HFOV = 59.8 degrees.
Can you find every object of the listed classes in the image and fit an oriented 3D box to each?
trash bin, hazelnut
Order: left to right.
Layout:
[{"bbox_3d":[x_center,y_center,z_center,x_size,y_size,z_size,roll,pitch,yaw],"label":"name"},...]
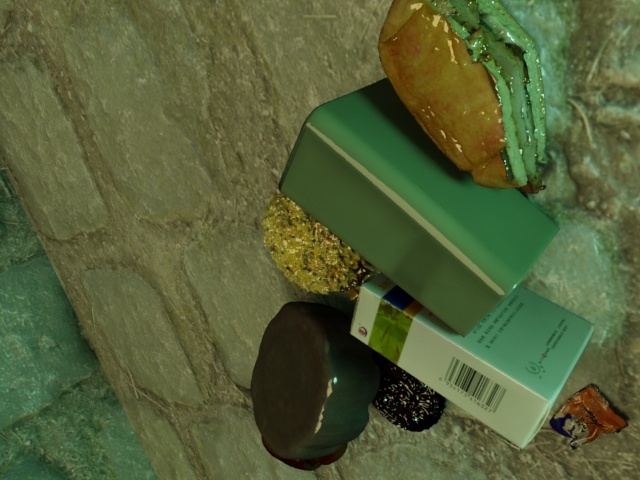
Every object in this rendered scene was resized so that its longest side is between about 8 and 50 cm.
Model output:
[{"bbox_3d":[-0.035,0.439,1.289,0.203,0.178,0.178,-26,95,19],"label":"hazelnut"},{"bbox_3d":[0.142,-0.052,0.807,0.343,0.223,0.158,43,135,11],"label":"trash bin"}]

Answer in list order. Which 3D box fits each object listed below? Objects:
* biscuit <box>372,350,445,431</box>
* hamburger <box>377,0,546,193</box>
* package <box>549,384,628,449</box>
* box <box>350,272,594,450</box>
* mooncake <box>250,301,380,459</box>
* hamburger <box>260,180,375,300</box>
[{"bbox_3d":[0.160,0.292,1.101,0.194,0.053,0.195,21,125,33],"label":"biscuit"},{"bbox_3d":[0.183,-0.210,0.721,0.245,0.155,0.282,20,130,38],"label":"hamburger"},{"bbox_3d":[0.419,0.284,0.878,0.111,0.033,0.077,-54,50,31],"label":"package"},{"bbox_3d":[0.226,0.136,0.844,0.299,0.200,0.107,32,130,26],"label":"box"},{"bbox_3d":[-0.014,0.274,1.108,0.306,0.154,0.306,-15,71,50],"label":"mooncake"},{"bbox_3d":[0.000,0.000,1.018,0.261,0.138,0.243,28,129,29],"label":"hamburger"}]
